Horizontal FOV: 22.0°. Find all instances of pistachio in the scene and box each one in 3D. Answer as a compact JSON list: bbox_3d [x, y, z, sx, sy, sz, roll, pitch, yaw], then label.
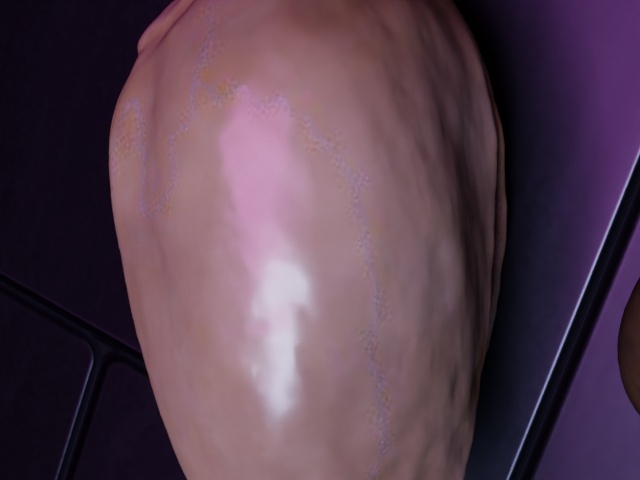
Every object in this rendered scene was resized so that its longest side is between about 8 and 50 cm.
[{"bbox_3d":[0.000,0.000,0.758,0.187,0.187,0.299,-2,102,29],"label":"pistachio"}]

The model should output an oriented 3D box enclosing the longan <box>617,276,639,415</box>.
[{"bbox_3d":[0.183,0.042,0.704,0.113,0.092,0.113,-8,71,24],"label":"longan"}]
